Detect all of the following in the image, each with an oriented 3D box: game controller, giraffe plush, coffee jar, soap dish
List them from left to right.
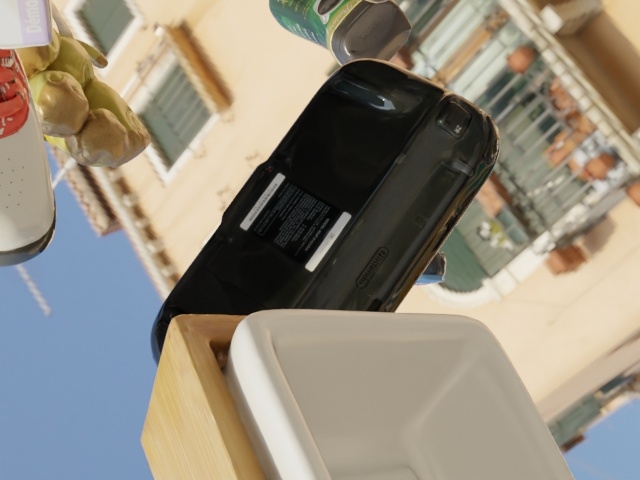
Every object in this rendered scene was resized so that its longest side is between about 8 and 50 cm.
[{"bbox_3d":[-0.296,-0.122,1.102,0.181,0.170,0.210,40,-163,-53],"label":"giraffe plush"},{"bbox_3d":[0.000,0.000,0.896,0.166,0.319,0.067,30,170,35],"label":"game controller"},{"bbox_3d":[0.023,-0.267,1.350,0.184,0.096,0.079,42,178,45],"label":"coffee jar"},{"bbox_3d":[0.047,0.175,0.575,0.229,0.118,0.290,6,-130,-47],"label":"soap dish"}]

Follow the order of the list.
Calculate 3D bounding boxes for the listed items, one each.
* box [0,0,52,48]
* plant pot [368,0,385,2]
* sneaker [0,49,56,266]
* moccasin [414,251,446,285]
[{"bbox_3d":[-0.138,-0.216,0.378,0.063,0.324,0.067,-4,-137,-9],"label":"box"},{"bbox_3d":[-0.011,-0.323,0.964,0.254,0.237,0.237,43,-144,14],"label":"plant pot"},{"bbox_3d":[-0.207,-0.127,0.615,0.090,0.145,0.270,-16,-105,-33],"label":"sneaker"},{"bbox_3d":[0.013,-0.001,1.629,0.138,0.342,0.116,30,-113,-71],"label":"moccasin"}]
